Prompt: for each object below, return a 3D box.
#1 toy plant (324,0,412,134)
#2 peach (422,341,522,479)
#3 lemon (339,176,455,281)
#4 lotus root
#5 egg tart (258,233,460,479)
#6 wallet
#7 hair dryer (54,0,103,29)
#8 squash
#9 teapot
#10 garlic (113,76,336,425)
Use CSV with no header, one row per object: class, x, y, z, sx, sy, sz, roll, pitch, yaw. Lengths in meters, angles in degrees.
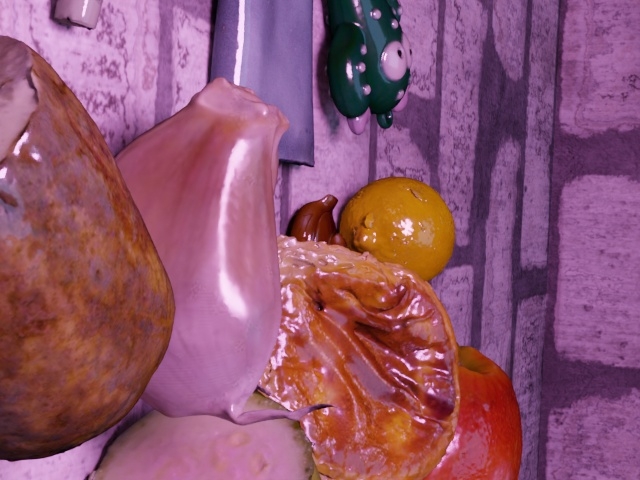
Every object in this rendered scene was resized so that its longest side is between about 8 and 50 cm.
toy plant,0.073,-0.276,1.829,0.232,0.112,0.243,-10,96,-62
peach,0.142,0.327,1.843,0.372,0.290,0.373,-164,-90,-74
lemon,0.113,-0.010,1.886,0.206,0.173,0.173,1,92,-58
lotus root,-0.247,0.033,0.964,0.346,0.250,0.250,68,33,-51
egg tart,0.024,0.178,1.612,0.351,0.153,0.339,7,75,-31
wallet,-0.061,-0.224,1.593,0.290,0.054,0.251,-2,96,-68
hair dryer,-0.207,-0.296,1.242,0.225,0.088,0.219,75,32,-69
squash,-0.086,0.378,1.355,0.263,0.263,0.384,-64,148,-43
teapot,0.000,0.000,1.733,0.098,0.078,0.129,40,56,-62
garlic,-0.113,0.035,1.272,0.231,0.246,0.340,37,39,-74
